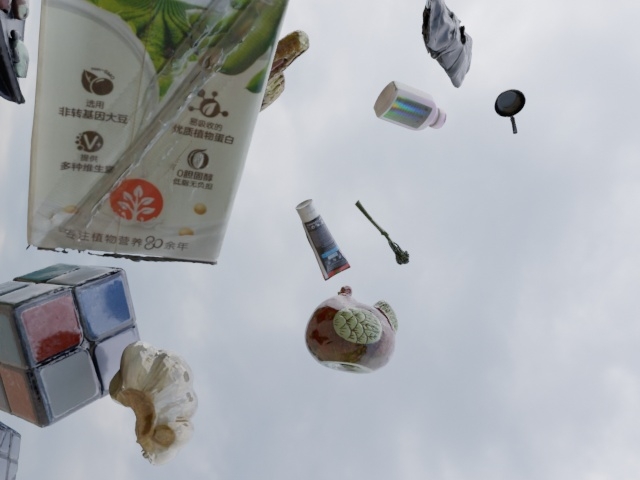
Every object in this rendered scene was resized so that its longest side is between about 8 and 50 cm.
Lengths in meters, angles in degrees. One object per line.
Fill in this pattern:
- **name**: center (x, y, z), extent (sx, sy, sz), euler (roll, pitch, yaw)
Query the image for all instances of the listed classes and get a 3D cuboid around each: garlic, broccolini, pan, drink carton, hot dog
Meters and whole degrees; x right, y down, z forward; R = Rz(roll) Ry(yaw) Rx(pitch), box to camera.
- **garlic**: center (-0.376, 0.363, 1.403), extent (0.281, 0.185, 0.203), euler (59, -12, -3)
- **broccolini**: center (0.167, -0.021, 1.602), extent (0.044, 0.042, 0.218), euler (-34, -80, 34)
- **pan**: center (0.419, -0.287, 1.317), extent (0.069, 0.115, 0.023), euler (-17, -140, 10)
- **drink carton**: center (-0.162, -0.143, 0.567), extent (0.132, 0.195, 0.324), euler (-112, -145, -48)
- **hot dog**: center (-0.153, -0.448, 1.534), extent (0.289, 0.068, 0.083), euler (-28, -121, 25)

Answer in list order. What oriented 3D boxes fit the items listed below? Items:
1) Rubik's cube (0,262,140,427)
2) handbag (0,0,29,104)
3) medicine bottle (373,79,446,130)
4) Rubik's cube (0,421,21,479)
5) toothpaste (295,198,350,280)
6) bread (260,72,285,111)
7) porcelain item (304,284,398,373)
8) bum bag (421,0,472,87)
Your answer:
- **Rubik's cube**: center (-0.689, 0.249, 1.543), extent (0.319, 0.313, 0.315), euler (0, -74, 37)
- **handbag**: center (-0.521, -0.417, 0.930), extent (0.329, 0.122, 0.303), euler (127, -43, -52)
- **medicine bottle**: center (0.274, -0.389, 1.768), extent (0.115, 0.219, 0.078), euler (-53, -142, 37)
- **Rubik's cube**: center (-0.689, 0.405, 1.027), extent (0.319, 0.319, 0.264), euler (-9, -136, 52)
- **toothpaste**: center (0.000, 0.000, 1.385), extent (0.193, 0.071, 0.045), euler (63, -7, -19)
- **bread**: center (-0.237, -0.491, 1.809), extent (0.227, 0.142, 0.254), euler (47, -39, -15)
- **porcelain item**: center (0.082, 0.229, 1.589), extent (0.253, 0.253, 0.252), euler (1, -89, 52)
- **bum bag**: center (0.307, -0.473, 1.420), extent (0.074, 0.310, 0.136), euler (12, -96, 34)
